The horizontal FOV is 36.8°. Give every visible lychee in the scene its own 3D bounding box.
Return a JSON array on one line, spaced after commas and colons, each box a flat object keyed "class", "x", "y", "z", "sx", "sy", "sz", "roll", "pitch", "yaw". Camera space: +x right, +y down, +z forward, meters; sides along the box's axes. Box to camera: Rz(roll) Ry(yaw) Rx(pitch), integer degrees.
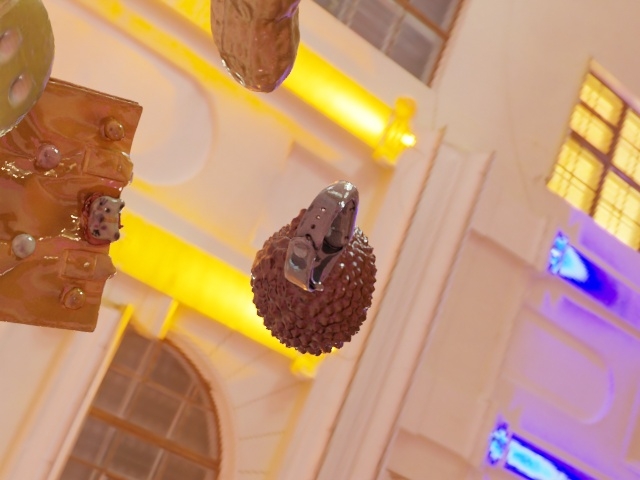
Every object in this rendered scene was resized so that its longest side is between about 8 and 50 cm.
[{"class": "lychee", "x": -0.012, "y": 0.090, "z": 2.159, "sx": 0.306, "sy": 0.330, "sz": 0.306, "roll": -13, "pitch": -166, "yaw": 3}]

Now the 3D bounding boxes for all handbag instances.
[{"class": "handbag", "x": -0.449, "y": -0.064, "z": 1.551, "sx": 0.133, "sy": 0.283, "sz": 0.401, "roll": 14, "pitch": -89, "yaw": 63}]

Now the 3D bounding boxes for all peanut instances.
[{"class": "peanut", "x": -0.092, "y": -0.365, "z": 1.445, "sx": 0.152, "sy": 0.152, "sz": 0.313, "roll": -102, "pitch": -164, "yaw": -53}]

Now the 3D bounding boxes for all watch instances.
[{"class": "watch", "x": 0.000, "y": 0.000, "z": 1.686, "sx": 0.193, "sy": 0.068, "sz": 0.206, "roll": -51, "pitch": 162, "yaw": -43}]

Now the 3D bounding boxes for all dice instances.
[{"class": "dice", "x": -0.427, "y": -0.227, "z": 1.130, "sx": 0.169, "sy": 0.166, "sz": 0.169, "roll": -56, "pitch": 165, "yaw": -32}]
